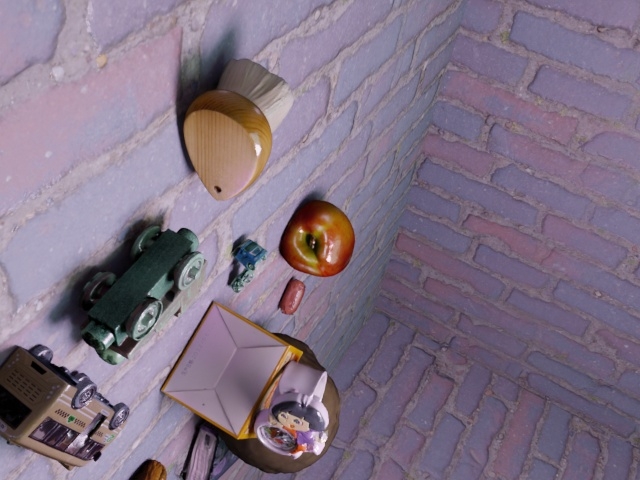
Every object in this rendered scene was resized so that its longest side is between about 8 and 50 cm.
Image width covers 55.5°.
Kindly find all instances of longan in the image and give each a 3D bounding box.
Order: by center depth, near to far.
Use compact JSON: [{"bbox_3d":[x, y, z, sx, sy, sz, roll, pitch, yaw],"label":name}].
[{"bbox_3d":[-0.150,0.529,1.961,0.404,0.436,0.404,-28,144,-23],"label":"longan"}]

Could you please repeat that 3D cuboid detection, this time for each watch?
[{"bbox_3d":[-0.046,0.435,1.626,0.231,0.196,0.244,-55,161,-51],"label":"watch"}]

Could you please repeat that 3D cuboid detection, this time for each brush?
[{"bbox_3d":[-0.168,-0.209,1.217,0.267,0.174,0.166,110,6,-50],"label":"brush"}]

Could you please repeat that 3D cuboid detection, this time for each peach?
[{"bbox_3d":[0.000,0.000,2.027,0.248,0.245,0.275,-39,-177,18],"label":"peach"}]

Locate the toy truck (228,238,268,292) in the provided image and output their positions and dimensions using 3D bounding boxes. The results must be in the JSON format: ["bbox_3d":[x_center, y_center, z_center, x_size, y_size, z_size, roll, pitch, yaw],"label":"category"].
[{"bbox_3d":[-0.216,0.071,1.683,0.067,0.081,0.175,-44,174,-47],"label":"toy truck"}]

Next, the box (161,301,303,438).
[{"bbox_3d":[-0.238,0.367,1.708,0.283,0.259,0.214,-60,166,-9],"label":"box"}]

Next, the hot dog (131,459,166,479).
[{"bbox_3d":[-0.515,0.735,1.724,0.227,0.099,0.160,-48,158,-35],"label":"hot dog"}]

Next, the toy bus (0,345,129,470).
[{"bbox_3d":[-0.475,0.313,1.104,0.157,0.139,0.289,-53,160,-21],"label":"toy bus"}]

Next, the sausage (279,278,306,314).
[{"bbox_3d":[-0.102,0.208,2.225,0.141,0.076,0.076,-65,164,4],"label":"sausage"}]

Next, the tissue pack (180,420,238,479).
[{"bbox_3d":[-0.330,0.695,2.194,0.361,0.122,0.259,-26,137,-62],"label":"tissue pack"}]

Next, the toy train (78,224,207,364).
[{"bbox_3d":[-0.345,0.114,1.201,0.304,0.150,0.221,-53,168,-37],"label":"toy train"}]
